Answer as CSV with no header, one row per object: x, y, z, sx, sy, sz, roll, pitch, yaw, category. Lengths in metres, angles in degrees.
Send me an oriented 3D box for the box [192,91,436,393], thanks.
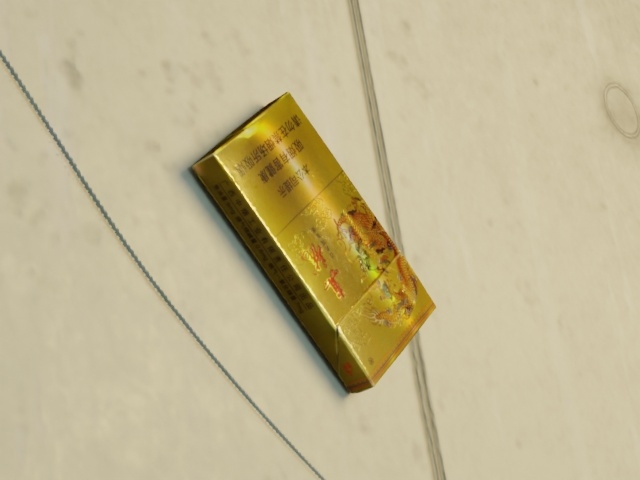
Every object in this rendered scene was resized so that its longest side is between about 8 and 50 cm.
0.000,0.000,0.749,0.156,0.022,0.089,56,42,-8,box
